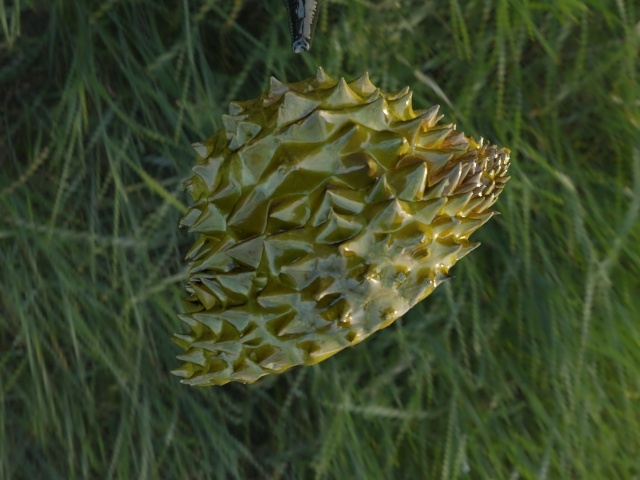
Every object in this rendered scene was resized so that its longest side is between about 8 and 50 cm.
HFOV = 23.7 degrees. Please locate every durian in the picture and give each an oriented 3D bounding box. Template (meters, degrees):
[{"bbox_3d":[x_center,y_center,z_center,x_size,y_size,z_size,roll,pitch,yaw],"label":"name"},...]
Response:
[{"bbox_3d":[0.002,0.001,0.814,0.182,0.165,0.132,-1,161,22],"label":"durian"}]

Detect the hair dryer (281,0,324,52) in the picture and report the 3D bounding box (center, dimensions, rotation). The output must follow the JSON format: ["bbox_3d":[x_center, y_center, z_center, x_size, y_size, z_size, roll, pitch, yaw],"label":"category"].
[{"bbox_3d":[-0.016,-0.217,0.963,0.050,0.194,0.173,-9,138,14],"label":"hair dryer"}]
